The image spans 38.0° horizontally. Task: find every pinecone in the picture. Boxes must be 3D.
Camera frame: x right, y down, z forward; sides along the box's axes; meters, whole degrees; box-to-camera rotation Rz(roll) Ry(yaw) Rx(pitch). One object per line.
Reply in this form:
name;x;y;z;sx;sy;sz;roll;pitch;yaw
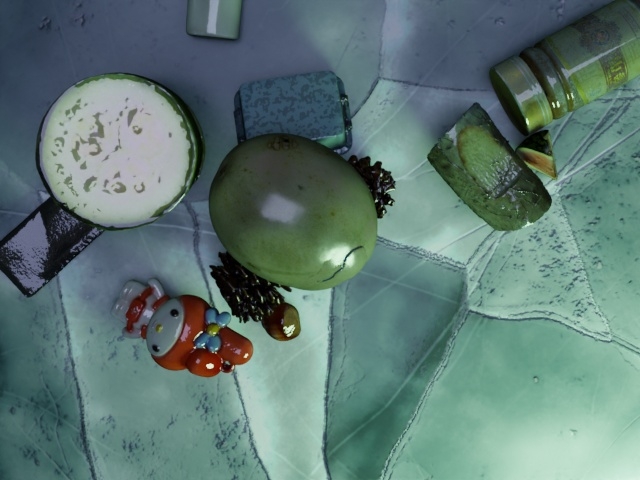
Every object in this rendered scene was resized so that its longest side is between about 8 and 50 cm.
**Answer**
pinecone;-0.122;0.069;1.826;0.165;0.163;0.163;-29;100;-21
pinecone;0.086;-0.099;1.825;0.120;0.140;0.140;-3;101;-36

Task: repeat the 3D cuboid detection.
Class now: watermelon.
watermelon;0.437;-0.181;1.828;0.086;0.163;0.069;29;87;19

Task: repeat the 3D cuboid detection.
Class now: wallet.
wallet;-0.536;-0.007;1.856;0.244;0.025;0.124;-41;98;5

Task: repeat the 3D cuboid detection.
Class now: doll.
doll;-0.274;0.182;1.845;0.290;0.130;0.161;29;93;8

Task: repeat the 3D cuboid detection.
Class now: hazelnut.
hazelnut;-0.081;0.164;1.882;0.086;0.086;0.086;0;99;-3

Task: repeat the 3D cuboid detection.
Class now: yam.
yam;0.321;-0.136;1.816;0.154;0.154;0.254;-43;103;4

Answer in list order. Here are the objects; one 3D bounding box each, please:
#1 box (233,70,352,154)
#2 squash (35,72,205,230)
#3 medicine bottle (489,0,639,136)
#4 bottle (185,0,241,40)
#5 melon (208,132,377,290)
box;-0.053;-0.237;1.791;0.226;0.130;0.162;-8;84;-2
squash;-0.342;-0.165;1.664;0.262;0.384;0.263;-1;97;-4
medicine bottle;0.502;-0.342;1.788;0.322;0.151;0.151;-28;99;2
bottle;-0.195;-0.506;1.755;0.104;0.104;0.245;6;99;-3
melon;-0.041;-0.050;1.677;0.330;0.268;0.269;28;97;-26
